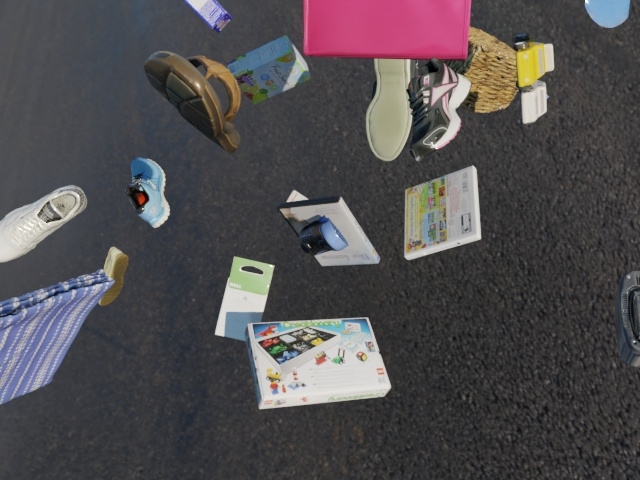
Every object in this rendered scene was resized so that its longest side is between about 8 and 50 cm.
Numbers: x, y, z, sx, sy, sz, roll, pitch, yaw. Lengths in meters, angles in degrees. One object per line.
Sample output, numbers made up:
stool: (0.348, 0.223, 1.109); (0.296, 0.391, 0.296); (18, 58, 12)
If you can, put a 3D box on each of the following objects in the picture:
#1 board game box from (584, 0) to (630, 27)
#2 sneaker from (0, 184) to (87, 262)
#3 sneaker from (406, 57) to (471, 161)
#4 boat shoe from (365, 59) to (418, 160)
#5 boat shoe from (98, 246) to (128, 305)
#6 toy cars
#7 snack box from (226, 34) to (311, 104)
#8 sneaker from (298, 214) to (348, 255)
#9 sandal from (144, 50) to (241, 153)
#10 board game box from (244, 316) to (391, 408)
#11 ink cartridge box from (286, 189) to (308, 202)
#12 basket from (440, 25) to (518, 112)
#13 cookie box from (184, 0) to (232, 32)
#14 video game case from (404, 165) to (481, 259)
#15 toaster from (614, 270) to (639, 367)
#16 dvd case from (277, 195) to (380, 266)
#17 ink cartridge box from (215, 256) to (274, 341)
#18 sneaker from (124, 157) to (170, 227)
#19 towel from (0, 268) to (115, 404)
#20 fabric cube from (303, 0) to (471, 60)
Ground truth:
board game box: (0.598, -0.535, 1.306); (0.033, 0.133, 0.169); (21, 110, 62)
sneaker: (-0.601, -0.038, 1.300); (0.235, 0.090, 0.095); (-41, 20, -10)
sneaker: (0.144, -0.181, 0.838); (0.072, 0.077, 0.178); (-35, 23, 43)
boat shoe: (0.191, -0.375, 1.572); (0.127, 0.340, 0.113); (10, 30, 28)
boat shoe: (-0.525, 0.091, 1.544); (0.048, 0.056, 0.153); (34, 114, 28)
toy cars: (0.540, -0.403, 1.557); (0.087, 0.393, 0.177); (-2, 76, 20)
snack box: (-0.156, -0.521, 1.906); (0.207, 0.174, 0.070); (-22, 70, 14)
sneaker: (0.000, 0.000, 1.388); (0.090, 0.081, 0.232); (-37, 7, 0)
sandal: (-0.106, -0.138, 0.599); (0.090, 0.219, 0.060); (40, 89, 6)
board game box: (-0.008, 0.274, 1.419); (0.053, 0.305, 0.193); (113, 149, -45)
ink cartridge box: (-0.056, -0.093, 1.964); (0.052, 0.122, 0.088); (-52, 6, 32)
basket: (0.480, -0.551, 1.984); (0.223, 0.299, 0.213); (52, 127, 37)
cookie box: (-0.210, -0.417, 1.076); (0.040, 0.107, 0.092); (-44, 11, 8)
video game case: (0.314, -0.072, 1.616); (0.206, 0.026, 0.227); (-19, 49, 32)
toaster: (0.713, 0.185, 1.343); (0.129, 0.146, 0.227); (-2, 62, 17)
dvd case: (0.024, -0.015, 1.568); (0.180, 0.253, 0.022); (-5, 50, 31)
ink cartridge box: (-0.195, 0.150, 1.602); (0.062, 0.109, 0.209); (-128, 51, -84)
sneaker: (-0.341, -0.104, 1.197); (0.063, 0.073, 0.162); (-35, 57, 16)
towel: (-0.412, 0.162, 0.729); (0.040, 0.336, 0.243); (44, 116, 11)
fabric cube: (0.110, -0.437, 1.039); (0.258, 0.259, 0.254); (1, 18, 4)
